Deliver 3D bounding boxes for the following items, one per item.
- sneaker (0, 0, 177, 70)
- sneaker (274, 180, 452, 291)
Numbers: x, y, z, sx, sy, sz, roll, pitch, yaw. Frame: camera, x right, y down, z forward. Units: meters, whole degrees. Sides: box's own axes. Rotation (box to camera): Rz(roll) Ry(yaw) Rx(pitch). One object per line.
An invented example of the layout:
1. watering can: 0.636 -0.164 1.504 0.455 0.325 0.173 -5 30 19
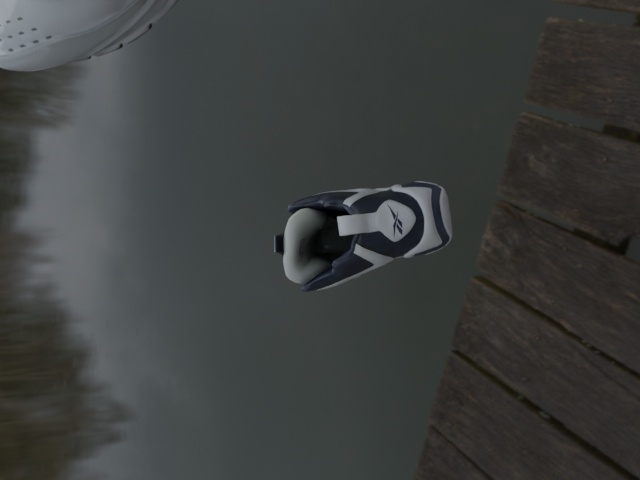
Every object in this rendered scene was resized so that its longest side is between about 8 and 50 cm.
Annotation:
1. sneaker: -0.087 -0.159 0.234 0.111 0.129 0.297 49 135 -4
2. sneaker: 0.000 0.000 0.680 0.235 0.153 0.094 -6 90 55
